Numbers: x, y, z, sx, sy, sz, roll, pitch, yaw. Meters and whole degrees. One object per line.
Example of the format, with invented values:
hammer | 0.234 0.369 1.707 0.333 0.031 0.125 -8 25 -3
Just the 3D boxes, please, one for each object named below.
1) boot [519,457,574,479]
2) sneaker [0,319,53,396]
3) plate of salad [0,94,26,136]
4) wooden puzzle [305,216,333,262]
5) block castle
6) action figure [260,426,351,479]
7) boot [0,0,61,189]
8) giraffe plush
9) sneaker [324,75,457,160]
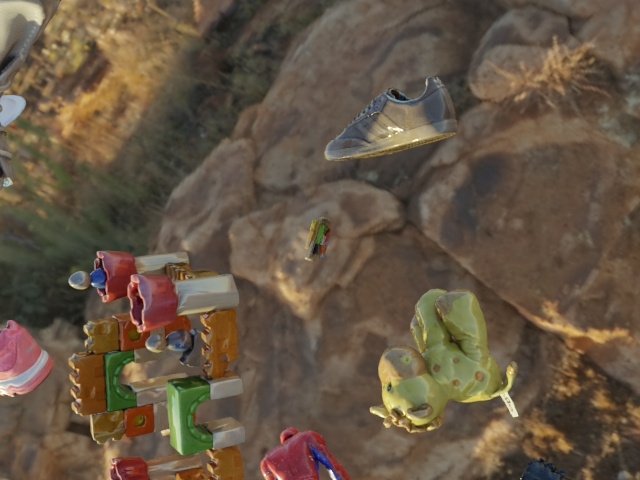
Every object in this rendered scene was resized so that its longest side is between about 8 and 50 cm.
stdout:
boot | 0.363 0.419 1.523 0.099 0.045 0.121 26 69 19
sneaker | -0.636 0.208 1.683 0.313 0.136 0.116 -12 30 14
plate of salad | -0.438 -0.118 1.112 0.199 0.048 0.200 -14 28 8
wooden puzzle | 0.000 0.000 1.501 0.014 0.116 0.079 20 96 15
block castle | -0.271 0.249 1.518 0.303 0.212 0.454 21 115 61
action figure | 0.003 0.308 1.010 0.091 0.139 0.280 -32 26 5
boot | -0.216 -0.090 0.599 0.258 0.095 0.124 -16 85 59
giraffe plush | 0.150 0.187 1.304 0.210 0.170 0.181 57 156 25
sneaker | 0.080 -0.141 1.111 0.188 0.066 0.071 -10 90 41
